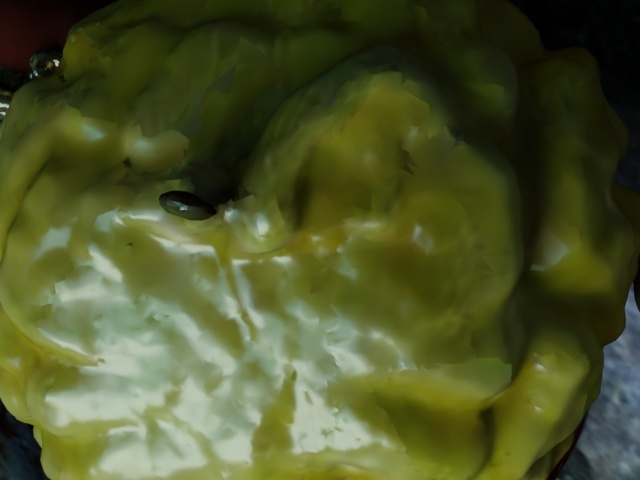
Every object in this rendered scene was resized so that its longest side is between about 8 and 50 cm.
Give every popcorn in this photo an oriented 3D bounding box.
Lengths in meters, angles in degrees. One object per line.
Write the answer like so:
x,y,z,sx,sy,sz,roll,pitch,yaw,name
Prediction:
0.000,0.000,0.874,0.349,0.381,0.349,2,105,9,popcorn

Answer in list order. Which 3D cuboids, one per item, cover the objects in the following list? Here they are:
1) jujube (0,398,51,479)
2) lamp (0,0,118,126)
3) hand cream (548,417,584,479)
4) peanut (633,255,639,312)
-0.383,0.244,1.554,0.308,0.246,0.215,16,135,24,jujube
-0.204,-0.078,1.133,0.227,0.227,0.227,25,138,25,lamp
0.057,0.119,1.105,0.230,0.149,0.230,23,135,25,hand cream
0.320,0.001,0.736,0.387,0.169,0.192,-5,116,41,peanut
